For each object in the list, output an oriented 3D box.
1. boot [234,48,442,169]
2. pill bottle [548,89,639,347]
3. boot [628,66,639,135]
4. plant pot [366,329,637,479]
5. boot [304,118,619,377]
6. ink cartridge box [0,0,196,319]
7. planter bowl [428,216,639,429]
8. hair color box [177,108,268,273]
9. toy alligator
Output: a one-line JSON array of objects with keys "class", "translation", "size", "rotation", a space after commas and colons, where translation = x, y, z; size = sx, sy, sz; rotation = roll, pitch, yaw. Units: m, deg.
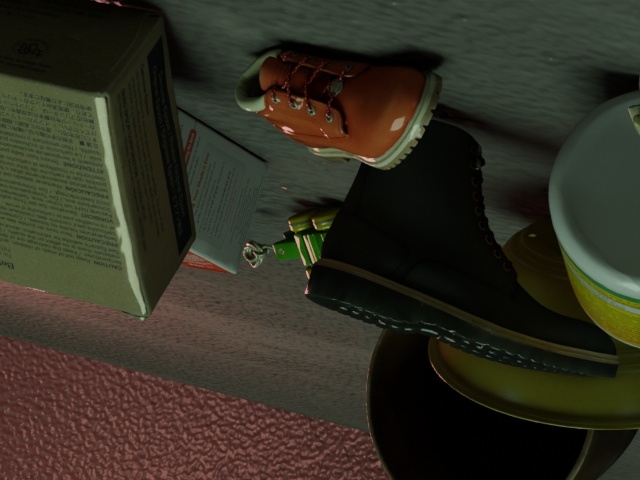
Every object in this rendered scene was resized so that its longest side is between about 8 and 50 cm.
[{"class": "boot", "translation": [0.008, -0.083, 1.040], "size": [0.085, 0.059, 0.158], "rotation": [28, 166, -26]}, {"class": "pill bottle", "translation": [0.198, -0.001, 1.007], "size": [0.117, 0.117, 0.208], "rotation": [13, 168, 16]}, {"class": "boot", "translation": [0.185, -0.077, 0.758], "size": [0.213, 0.077, 0.165], "rotation": [41, 172, -26]}, {"class": "plant pot", "translation": [0.190, 0.139, 1.531], "size": [0.215, 0.215, 0.230], "rotation": [9, 180, 34]}, {"class": "boot", "translation": [0.104, 0.001, 1.083], "size": [0.198, 0.137, 0.077], "rotation": [19, 171, -8]}, {"class": "ink cartridge box", "translation": [-0.209, -0.068, 1.130], "size": [0.235, 0.088, 0.193], "rotation": [13, 137, 17]}, {"class": "planter bowl", "translation": [0.183, 0.039, 1.190], "size": [0.217, 0.090, 0.217], "rotation": [0, -157, 0]}, {"class": "hair color box", "translation": [-0.117, -0.046, 1.294], "size": [0.053, 0.093, 0.167], "rotation": [7, 165, 37]}, {"class": "toy alligator", "translation": [0.000, 0.000, 1.464], "size": [0.051, 0.056, 0.190], "rotation": [-24, -170, -29]}]
